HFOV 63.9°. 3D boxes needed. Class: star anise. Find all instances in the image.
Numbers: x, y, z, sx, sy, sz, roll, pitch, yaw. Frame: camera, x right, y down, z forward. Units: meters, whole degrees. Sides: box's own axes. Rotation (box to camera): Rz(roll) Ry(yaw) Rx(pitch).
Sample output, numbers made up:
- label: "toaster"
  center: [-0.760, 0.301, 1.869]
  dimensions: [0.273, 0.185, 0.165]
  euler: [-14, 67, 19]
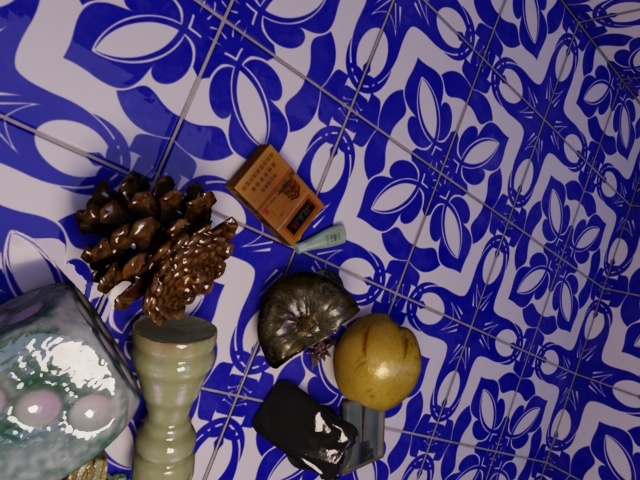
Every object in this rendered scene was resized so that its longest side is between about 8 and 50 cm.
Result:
- label: "star anise"
  center: [-0.004, 0.379, 1.744]
  dimensions: [0.124, 0.056, 0.129]
  euler: [33, 78, -35]

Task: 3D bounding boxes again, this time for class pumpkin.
- label: "pumpkin"
  center: [-0.067, 0.217, 1.553]
  dimensions: [0.324, 0.242, 0.232]
  euler: [-36, 88, -7]

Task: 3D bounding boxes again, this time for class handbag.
- label: "handbag"
  center: [-0.042, 0.610, 1.647]
  dimensions: [0.332, 0.075, 0.192]
  euler: [32, 74, 9]

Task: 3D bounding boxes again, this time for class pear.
- label: "pear"
  center: [0.194, 0.412, 1.744]
  dimensions: [0.314, 0.314, 0.315]
  euler: [-6, 101, -34]

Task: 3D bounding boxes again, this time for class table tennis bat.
- label: "table tennis bat"
  center: [-0.033, 0.223, 1.723]
  dimensions: [0.301, 0.022, 0.173]
  euler: [-46, 119, -22]

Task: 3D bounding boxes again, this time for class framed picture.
- label: "framed picture"
  center: [0.163, 0.719, 1.938]
  dimensions: [0.213, 0.016, 0.290]
  euler: [-6, 101, -36]

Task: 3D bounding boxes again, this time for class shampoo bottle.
- label: "shampoo bottle"
  center: [0.000, 0.000, 1.695]
  dimensions: [0.190, 0.041, 0.069]
  euler: [-18, 113, -31]

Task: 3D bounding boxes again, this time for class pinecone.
- label: "pinecone"
  center: [-0.412, -0.010, 1.252]
  dimensions: [0.384, 0.384, 0.385]
  euler: [-6, 101, -34]

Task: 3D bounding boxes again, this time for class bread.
- label: "bread"
  center: [-0.624, 0.617, 1.306]
  dimensions: [0.102, 0.138, 0.197]
  euler: [25, 83, -45]

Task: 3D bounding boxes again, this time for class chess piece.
- label: "chess piece"
  center: [-0.406, 0.437, 1.383]
  dimensions: [0.233, 0.234, 0.443]
  euler: [0, 102, -35]

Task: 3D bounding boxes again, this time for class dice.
- label: "dice"
  center: [-0.618, 0.307, 1.129]
  dimensions: [0.348, 0.330, 0.328]
  euler: [-33, 112, -24]

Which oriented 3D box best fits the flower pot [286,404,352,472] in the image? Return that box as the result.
- label: "flower pot"
  center: [0.012, 0.703, 1.756]
  dimensions: [0.235, 0.148, 0.236]
  euler: [-6, 101, -33]

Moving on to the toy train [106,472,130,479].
- label: "toy train"
  center: [-0.577, 0.727, 1.395]
  dimensions: [0.125, 0.080, 0.194]
  euler: [2, 94, -45]

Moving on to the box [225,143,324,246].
- label: "box"
  center: [-0.133, -0.135, 1.560]
  dimensions: [0.174, 0.076, 0.274]
  euler: [-52, 122, -15]
